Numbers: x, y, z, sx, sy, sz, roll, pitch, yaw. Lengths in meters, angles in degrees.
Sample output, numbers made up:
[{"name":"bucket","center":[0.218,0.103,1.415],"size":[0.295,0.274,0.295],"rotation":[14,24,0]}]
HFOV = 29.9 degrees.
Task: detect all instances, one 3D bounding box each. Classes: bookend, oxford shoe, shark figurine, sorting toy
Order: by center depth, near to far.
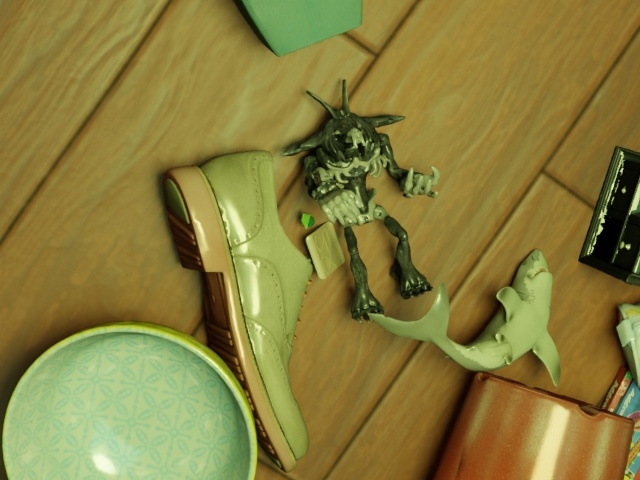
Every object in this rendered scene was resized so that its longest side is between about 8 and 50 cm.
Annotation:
[{"name":"oxford shoe","center":[-0.061,0.085,1.426],"size":[0.146,0.140,0.397],"rotation":[-21,108,-20]},{"name":"shark figurine","center":[0.187,0.119,1.451],"size":[0.278,0.116,0.166],"rotation":[-14,90,-45]},{"name":"bookend","center":[0.398,-0.025,1.464],"size":[0.072,0.157,0.156],"rotation":[16,97,-11]},{"name":"sorting toy","center":[0.000,0.000,1.465],"size":[0.012,0.062,0.083],"rotation":[-13,103,32]}]

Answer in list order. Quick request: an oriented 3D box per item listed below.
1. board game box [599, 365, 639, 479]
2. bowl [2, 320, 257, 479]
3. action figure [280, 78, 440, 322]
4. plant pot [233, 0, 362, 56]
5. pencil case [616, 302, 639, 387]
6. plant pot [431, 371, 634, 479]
[{"name":"board game box","center":[0.397,0.321,1.584],"size":[0.145,0.027,0.281],"rotation":[25,94,-12]},{"name":"bowl","center":[-0.209,0.218,1.401],"size":[0.289,0.156,0.289],"rotation":[1,102,2]},{"name":"action figure","center":[0.059,-0.053,1.418],"size":[0.164,0.141,0.276],"rotation":[-20,102,-18]},{"name":"plant pot","center":[-0.045,-0.339,1.350],"size":[0.165,0.166,0.234],"rotation":[-22,109,-5]},{"name":"pencil case","center":[0.509,0.106,1.490],"size":[0.273,0.124,0.113],"rotation":[-13,76,11]},{"name":"plant pot","center":[0.248,0.312,1.454],"size":[0.272,0.272,0.265],"rotation":[18,88,-11]}]
